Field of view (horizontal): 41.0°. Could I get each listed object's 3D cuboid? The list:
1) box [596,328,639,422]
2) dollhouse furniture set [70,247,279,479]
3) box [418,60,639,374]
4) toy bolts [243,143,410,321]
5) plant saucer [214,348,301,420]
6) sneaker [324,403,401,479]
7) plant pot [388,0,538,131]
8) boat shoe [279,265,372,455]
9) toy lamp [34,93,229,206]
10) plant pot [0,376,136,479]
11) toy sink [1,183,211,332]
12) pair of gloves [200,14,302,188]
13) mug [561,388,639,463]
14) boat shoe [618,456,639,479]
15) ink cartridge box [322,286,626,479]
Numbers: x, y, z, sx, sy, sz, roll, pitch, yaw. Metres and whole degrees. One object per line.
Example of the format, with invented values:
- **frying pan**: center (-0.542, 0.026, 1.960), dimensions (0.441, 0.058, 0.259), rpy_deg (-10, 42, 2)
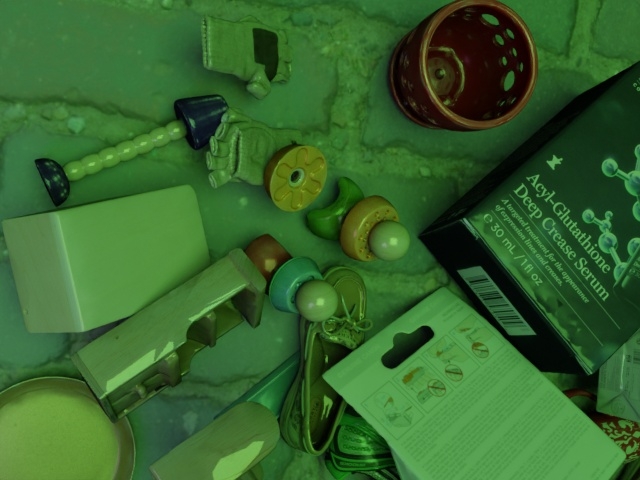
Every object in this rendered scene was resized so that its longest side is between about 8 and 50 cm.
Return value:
- **box**: center (0.590, 0.209, 1.443), dimensions (0.290, 0.087, 0.169), rpy_deg (2, 92, -38)
- **dollhouse furniture set**: center (-0.098, 0.254, 1.114), dimensions (0.256, 0.362, 0.394), rpy_deg (-34, 75, -18)
- **box**: center (0.411, -0.030, 1.331), dimensions (0.395, 0.212, 0.293), rpy_deg (-41, 92, -14)
- **toy bolts**: center (0.000, 0.000, 1.213), dimensions (0.228, 0.158, 0.218), rpy_deg (-50, 137, -7)
- **plant saucer**: center (-0.067, 0.238, 1.309), dimensions (0.192, 0.018, 0.067), rpy_deg (-38, 103, -14)
- **sneaker**: center (0.161, 0.362, 1.346), dimensions (0.344, 0.134, 0.146), rpy_deg (26, 91, -9)
- **plant pot**: center (0.202, -0.256, 1.294), dimensions (0.191, 0.174, 0.191), rpy_deg (-1, 93, -19)
- **boat shoe**: center (0.019, 0.178, 1.279), dimensions (0.105, 0.089, 0.285), rpy_deg (15, 83, -21)
- **toy lamp**: center (-0.255, -0.133, 1.197), dimensions (0.275, 0.080, 0.080), rpy_deg (-26, 100, -17)
- **plant pot**: center (-0.381, 0.305, 1.199), dimensions (0.236, 0.032, 0.236), rpy_deg (-1, 92, -19)
- **toy sink**: center (-0.281, 0.020, 1.149), dimensions (0.234, 0.131, 0.152), rpy_deg (-20, 102, -51)
- **pair of gloves**: center (-0.100, -0.198, 1.217), dimensions (0.204, 0.042, 0.240), rpy_deg (-20, 107, -56)
- **mug**: center (0.448, 0.329, 1.427), dimensions (0.169, 0.113, 0.150), rpy_deg (-5, 130, -22)
- **boat shoe**: center (0.546, 0.492, 1.470), dimensions (0.123, 0.120, 0.324), rpy_deg (36, 81, -16)
- **ink cartridge box**: center (0.221, 0.282, 1.270), dimensions (0.385, 0.091, 0.308), rpy_deg (44, 49, 18)
